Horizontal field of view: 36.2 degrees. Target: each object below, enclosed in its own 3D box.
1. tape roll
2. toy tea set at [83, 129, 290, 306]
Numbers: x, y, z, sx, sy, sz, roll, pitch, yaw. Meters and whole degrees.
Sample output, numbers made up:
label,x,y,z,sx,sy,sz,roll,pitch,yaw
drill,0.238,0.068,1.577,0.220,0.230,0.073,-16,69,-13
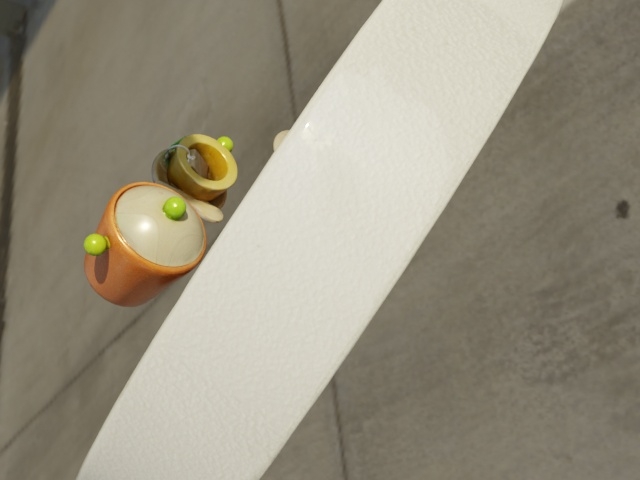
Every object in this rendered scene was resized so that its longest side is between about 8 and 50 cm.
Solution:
label,x,y,z,sx,sy,sz,roll,pitch,yaw
tape roll,0.000,0.000,0.562,0.392,0.072,0.392,-57,0,0
toy tea set,-0.085,-0.027,0.950,0.124,0.200,0.336,-44,14,41
